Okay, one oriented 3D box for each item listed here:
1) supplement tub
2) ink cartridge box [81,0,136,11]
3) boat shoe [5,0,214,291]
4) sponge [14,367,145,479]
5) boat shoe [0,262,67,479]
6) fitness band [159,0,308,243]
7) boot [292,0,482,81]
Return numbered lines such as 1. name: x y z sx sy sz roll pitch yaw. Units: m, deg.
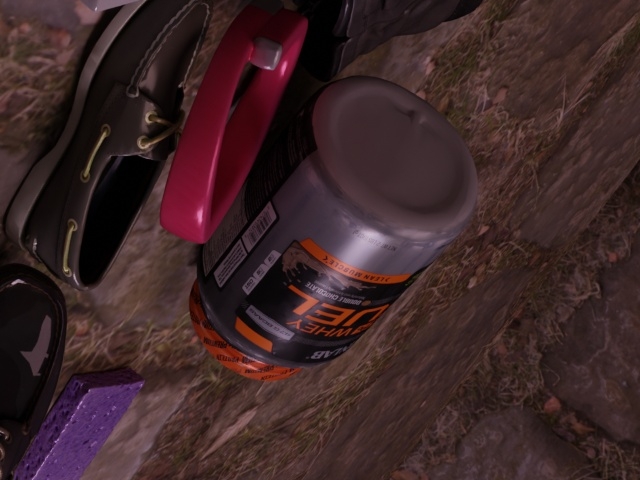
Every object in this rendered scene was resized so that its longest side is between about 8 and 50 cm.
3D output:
1. supplement tub: 0.000 0.000 1.591 0.207 0.207 0.338 -29 166 -43
2. ink cartridge box: -0.117 -0.274 1.079 0.139 0.082 0.191 -27 150 -46
3. boat shoe: -0.166 -0.093 1.290 0.109 0.091 0.305 -12 139 -59
4. sponge: -0.293 0.237 1.720 0.210 0.031 0.117 -56 159 17
5. boat shoe: -0.317 0.193 1.317 0.355 0.132 0.130 -65 -158 -1
6. fitness band: -0.077 -0.112 1.371 0.291 0.054 0.209 -63 174 -68
7. boot: 0.089 -0.301 1.430 0.222 0.118 0.338 -30 149 -32
